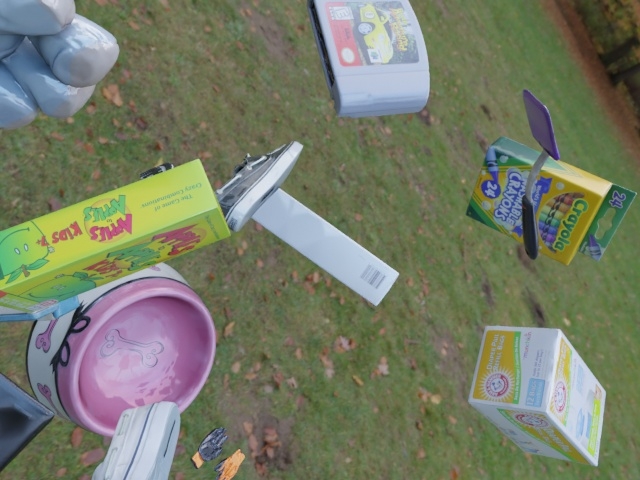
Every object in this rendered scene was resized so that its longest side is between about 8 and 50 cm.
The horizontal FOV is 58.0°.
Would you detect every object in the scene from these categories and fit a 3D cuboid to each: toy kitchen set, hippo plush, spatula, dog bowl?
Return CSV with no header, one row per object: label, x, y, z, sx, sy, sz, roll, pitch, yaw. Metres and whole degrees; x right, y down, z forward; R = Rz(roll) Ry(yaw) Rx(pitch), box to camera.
toy kitchen set,-0.382,0.072,0.797,0.207,0.166,0.122,-42,125,-67
hippo plush,-0.394,-0.292,0.695,0.294,0.234,0.237,-5,64,-7
spatula,0.310,-0.081,0.836,0.084,0.030,0.297,-106,-178,-49
dog bowl,-0.408,0.245,1.268,0.407,0.150,0.408,-18,116,-41

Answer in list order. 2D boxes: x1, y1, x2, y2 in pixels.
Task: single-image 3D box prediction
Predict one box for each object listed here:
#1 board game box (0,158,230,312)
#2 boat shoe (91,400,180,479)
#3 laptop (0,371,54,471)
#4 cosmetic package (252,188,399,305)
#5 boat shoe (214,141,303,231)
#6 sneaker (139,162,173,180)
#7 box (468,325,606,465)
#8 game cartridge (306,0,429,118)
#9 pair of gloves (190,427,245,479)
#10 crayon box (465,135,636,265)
board game box,-0.168,0.000,0.459,0.092,0.181,0.043,100,-33,-76
boat shoe,-0.215,0.273,0.642,0.226,0.075,0.083,-90,175,-68
laptop,-0.684,0.257,0.843,0.408,0.236,0.382,-46,110,-12
cosmetic package,0.000,0.000,1.380,0.377,0.097,0.284,35,4,3
boat shoe,-0.099,-0.104,0.902,0.070,0.078,0.219,36,45,1
sneaker,-0.170,-0.059,0.652,0.040,0.109,0.044,-33,122,-25
box,0.297,0.210,0.779,0.203,0.103,0.114,44,56,-37
game cartridge,0.091,-0.369,1.066,0.196,0.060,0.294,-8,73,-20
pair of gloves,-0.157,0.336,0.888,0.074,0.010,0.083,-46,114,-42
crayon box,0.522,-0.084,1.347,0.322,0.203,0.083,30,43,25
